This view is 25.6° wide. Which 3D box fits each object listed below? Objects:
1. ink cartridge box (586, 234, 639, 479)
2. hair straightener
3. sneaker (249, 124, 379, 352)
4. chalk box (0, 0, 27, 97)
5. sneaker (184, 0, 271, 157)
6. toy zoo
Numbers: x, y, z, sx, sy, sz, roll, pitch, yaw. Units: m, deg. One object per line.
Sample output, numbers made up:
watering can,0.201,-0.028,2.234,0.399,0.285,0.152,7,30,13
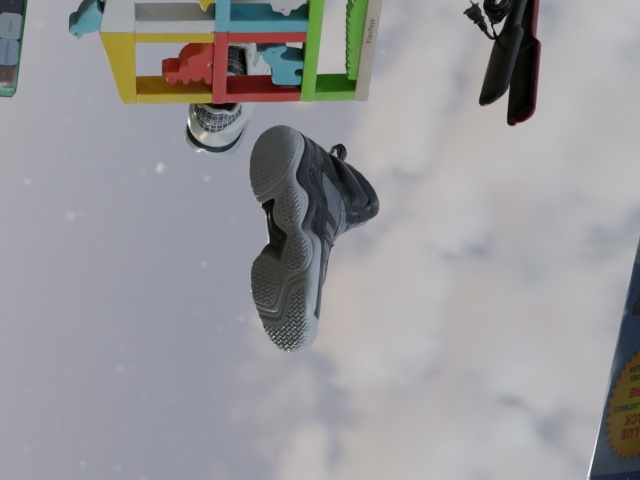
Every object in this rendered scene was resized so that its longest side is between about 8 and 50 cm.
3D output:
ink cartridge box,0.368,0.133,1.174,0.270,0.151,0.396,-28,-135,63
hair straightener,0.193,-0.233,1.448,0.047,0.089,0.230,-22,-133,51
sneaker,0.000,0.000,1.681,0.101,0.153,0.269,-13,-103,45
chalk box,-0.422,-0.242,1.613,0.213,0.132,0.132,29,-67,53
sneaker,-0.093,-0.211,1.584,0.095,0.090,0.235,99,2,-65
toy zoo,-0.090,-0.208,1.338,0.192,0.293,0.030,96,-10,-50
